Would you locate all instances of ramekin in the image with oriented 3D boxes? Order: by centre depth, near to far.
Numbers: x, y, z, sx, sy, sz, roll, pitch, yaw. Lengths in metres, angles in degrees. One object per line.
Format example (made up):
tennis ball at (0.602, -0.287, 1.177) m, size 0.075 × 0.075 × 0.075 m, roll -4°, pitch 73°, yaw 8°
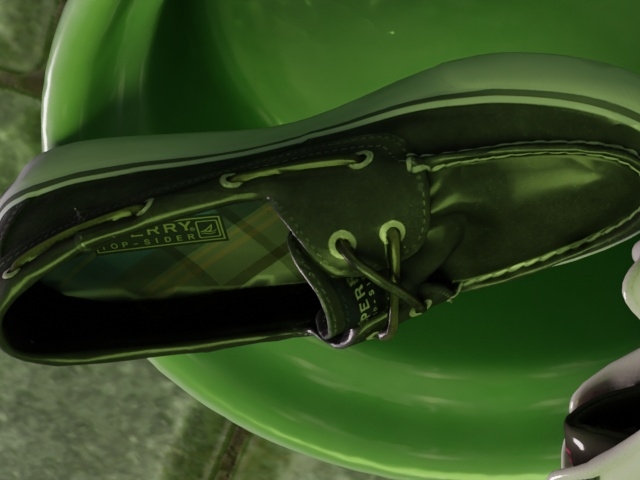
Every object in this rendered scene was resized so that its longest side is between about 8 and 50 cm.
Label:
ramekin at (0.062, -0.062, 0.587) m, size 0.303 × 0.148 × 0.303 m, roll 3°, pitch 131°, yaw 4°

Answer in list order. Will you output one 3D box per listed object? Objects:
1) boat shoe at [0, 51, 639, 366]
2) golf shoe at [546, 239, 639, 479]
boat shoe at (0.000, 0.000, 0.497) m, size 0.228 × 0.076 × 0.080 m, roll -5°, pitch 130°, yaw 11°
golf shoe at (0.132, 0.100, 0.570) m, size 0.120 × 0.105 × 0.273 m, roll 18°, pitch 130°, yaw 3°
